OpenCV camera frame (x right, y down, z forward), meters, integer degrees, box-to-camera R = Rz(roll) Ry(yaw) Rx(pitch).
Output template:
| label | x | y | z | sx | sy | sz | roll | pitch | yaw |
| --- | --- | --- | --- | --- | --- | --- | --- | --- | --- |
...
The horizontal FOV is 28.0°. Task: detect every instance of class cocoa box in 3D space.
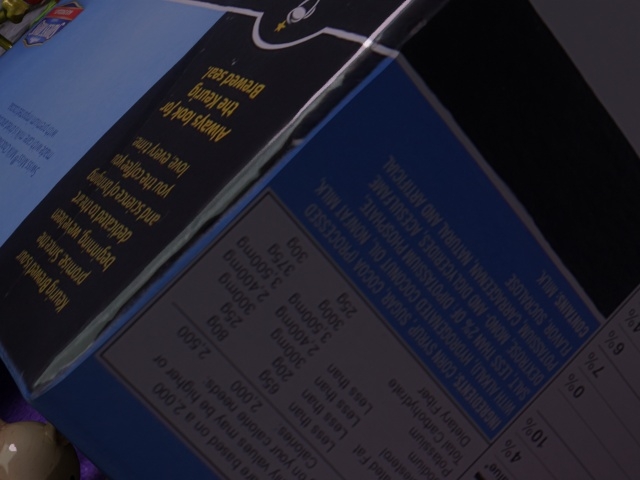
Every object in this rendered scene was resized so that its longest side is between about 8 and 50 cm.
| label | x | y | z | sx | sy | sz | roll | pitch | yaw |
| --- | --- | --- | --- | --- | --- | --- | --- | --- | --- |
| cocoa box | 0.000 | 0.000 | 0.520 | 0.228 | 0.231 | 0.347 | -45 | 26 | -8 |

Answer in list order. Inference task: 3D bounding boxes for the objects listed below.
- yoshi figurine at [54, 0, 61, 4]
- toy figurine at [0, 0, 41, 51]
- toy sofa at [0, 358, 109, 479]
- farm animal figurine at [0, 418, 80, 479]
| label | x | y | z | sx | sy | sz | roll | pitch | yaw |
| --- | --- | --- | --- | --- | --- | --- | --- | --- | --- |
| yoshi figurine | -0.102 | -0.328 | 1.232 | 0.362 | 0.203 | 0.203 | -10 | 33 | 42 |
| toy figurine | -0.178 | -0.077 | 0.953 | 0.362 | 0.191 | 0.217 | -20 | 37 | 38 |
| toy sofa | -0.127 | -0.005 | 0.727 | 0.362 | 0.150 | 0.177 | -46 | 52 | -11 |
| farm animal figurine | -0.163 | 0.169 | 0.516 | 0.327 | 0.172 | 0.330 | 3 | 80 | 44 |
